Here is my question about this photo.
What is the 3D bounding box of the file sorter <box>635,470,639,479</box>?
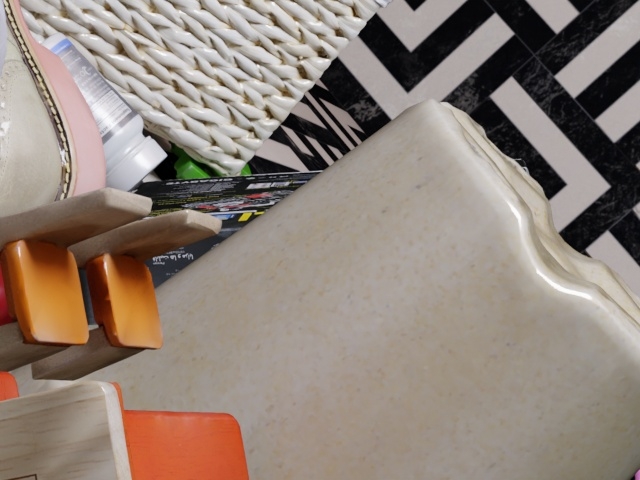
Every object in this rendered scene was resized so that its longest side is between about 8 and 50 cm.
[{"bbox_3d":[0.142,0.176,1.307,0.290,0.202,0.182,40,17,-35],"label":"file sorter"}]

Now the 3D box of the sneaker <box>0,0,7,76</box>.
[{"bbox_3d":[-0.291,-0.113,0.583,0.321,0.125,0.180,1,32,-28],"label":"sneaker"}]

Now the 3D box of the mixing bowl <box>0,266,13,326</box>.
[{"bbox_3d":[-0.232,0.016,0.693,0.181,0.098,0.181,45,12,-12],"label":"mixing bowl"}]

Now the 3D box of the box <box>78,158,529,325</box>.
[{"bbox_3d":[0.000,0.000,1.124,0.257,0.322,0.079,-70,156,-77],"label":"box"}]

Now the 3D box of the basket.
[{"bbox_3d":[-0.153,-0.288,1.480,0.331,0.266,0.328,32,16,-28],"label":"basket"}]

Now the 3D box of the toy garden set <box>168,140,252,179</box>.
[{"bbox_3d":[-0.078,-0.018,1.531,0.204,0.049,0.244,41,12,-24],"label":"toy garden set"}]

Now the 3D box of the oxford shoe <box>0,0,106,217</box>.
[{"bbox_3d":[-0.288,-0.166,1.005,0.397,0.140,0.146,52,19,20],"label":"oxford shoe"}]

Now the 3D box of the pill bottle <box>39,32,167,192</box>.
[{"bbox_3d":[-0.197,-0.098,1.265,0.137,0.078,0.078,47,11,-6],"label":"pill bottle"}]

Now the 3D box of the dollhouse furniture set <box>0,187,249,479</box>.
[{"bbox_3d":[-0.078,0.107,0.589,0.259,0.135,0.262,17,60,-70],"label":"dollhouse furniture set"}]

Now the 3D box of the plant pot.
[{"bbox_3d":[0.027,0.100,0.846,0.334,0.305,0.334,46,11,-12],"label":"plant pot"}]
